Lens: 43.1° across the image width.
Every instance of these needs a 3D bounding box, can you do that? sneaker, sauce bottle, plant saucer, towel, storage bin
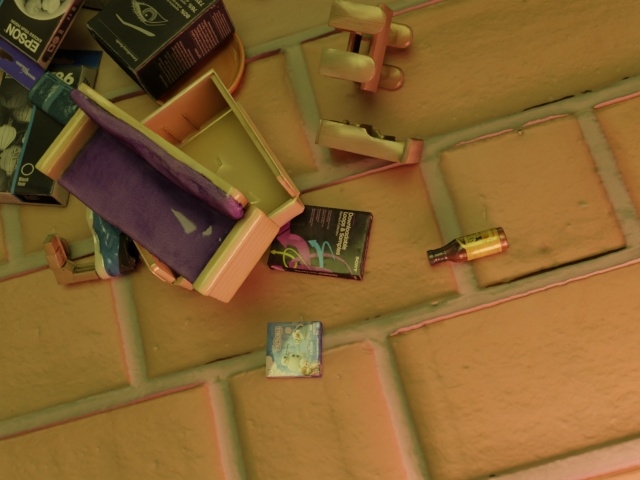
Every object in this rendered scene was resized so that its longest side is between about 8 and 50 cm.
[{"bbox_3d":[-0.354,-0.015,1.407,0.085,0.058,0.152,-15,73,10],"label":"sneaker"},{"bbox_3d":[0.237,0.013,1.309,0.128,0.042,0.042,-16,69,2],"label":"sauce bottle"},{"bbox_3d":[-0.235,-0.323,1.508,0.200,0.037,0.200,-3,71,8],"label":"plant saucer"},{"bbox_3d":[-0.471,-0.253,1.461,0.119,0.029,0.067,34,80,17],"label":"towel"},{"bbox_3d":[-0.204,-0.095,1.361,0.262,0.123,0.260,-35,69,4],"label":"storage bin"}]

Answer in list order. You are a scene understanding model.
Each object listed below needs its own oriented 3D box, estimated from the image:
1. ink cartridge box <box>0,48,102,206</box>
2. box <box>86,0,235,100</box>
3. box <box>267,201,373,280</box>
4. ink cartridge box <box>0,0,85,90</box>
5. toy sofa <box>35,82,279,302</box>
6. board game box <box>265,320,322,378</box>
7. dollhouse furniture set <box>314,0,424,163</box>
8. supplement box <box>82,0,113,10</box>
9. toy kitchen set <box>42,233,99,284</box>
[{"bbox_3d":[-0.525,-0.229,1.511,0.165,0.065,0.332,3,71,11],"label":"ink cartridge box"},{"bbox_3d":[-0.286,-0.384,1.459,0.207,0.108,0.153,-42,70,-6],"label":"box"},{"bbox_3d":[0.000,0.000,1.360,0.162,0.029,0.116,7,72,11],"label":"box"},{"bbox_3d":[-0.556,-0.412,1.487,0.206,0.045,0.208,35,100,17],"label":"ink cartridge box"},{"bbox_3d":[-0.254,-0.071,1.210,0.362,0.177,0.150,34,86,20],"label":"toy sofa"},{"bbox_3d":[-0.043,0.177,1.311,0.090,0.020,0.090,-3,71,10],"label":"board game box"},{"bbox_3d":[0.103,-0.261,1.344,0.161,0.212,0.242,15,101,16],"label":"dollhouse furniture set"},{"bbox_3d":[-0.408,-0.559,1.569,0.194,0.129,0.191,12,74,13],"label":"supplement box"},{"bbox_3d":[-0.427,0.020,1.408,0.075,0.083,0.068,-9,28,6],"label":"toy kitchen set"}]
